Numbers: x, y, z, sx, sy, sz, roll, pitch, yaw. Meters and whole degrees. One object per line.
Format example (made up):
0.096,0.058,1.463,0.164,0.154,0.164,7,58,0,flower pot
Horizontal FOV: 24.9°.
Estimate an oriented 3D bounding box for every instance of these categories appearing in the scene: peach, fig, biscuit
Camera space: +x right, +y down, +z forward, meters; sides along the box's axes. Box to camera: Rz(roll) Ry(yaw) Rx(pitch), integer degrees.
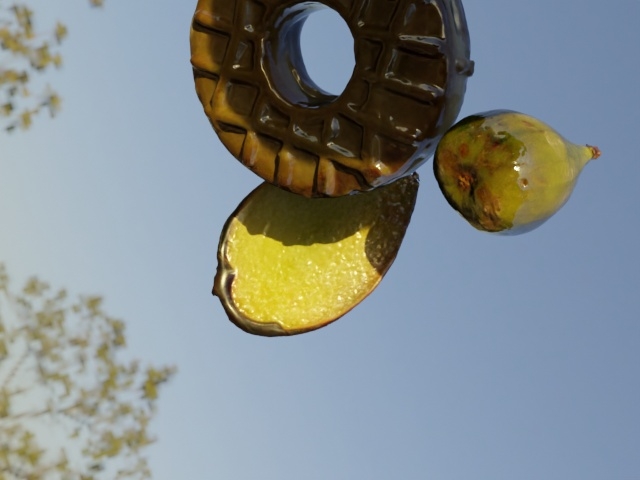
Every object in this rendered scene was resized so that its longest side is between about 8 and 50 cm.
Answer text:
-0.001,0.001,1.716,0.189,0.279,0.068,60,2,9,peach
0.210,-0.089,1.483,0.133,0.185,0.126,38,-24,40,fig
0.005,-0.205,1.570,0.332,0.103,0.332,6,-77,28,biscuit
